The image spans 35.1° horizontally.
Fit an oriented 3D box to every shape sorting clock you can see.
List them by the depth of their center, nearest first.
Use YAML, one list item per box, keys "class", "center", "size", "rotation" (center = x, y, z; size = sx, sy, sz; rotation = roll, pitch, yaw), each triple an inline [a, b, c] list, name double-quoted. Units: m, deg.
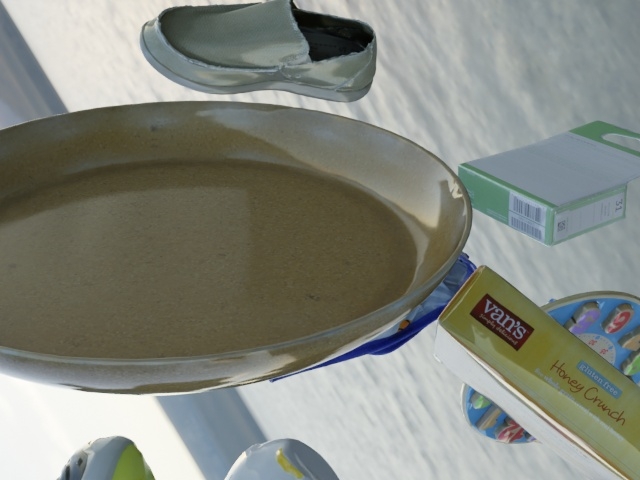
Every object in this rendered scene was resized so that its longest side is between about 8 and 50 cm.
- class: "shape sorting clock"
  center: [0.231, 0.127, 0.966]
  size: [0.206, 0.206, 0.040]
  rotation: [68, -178, -47]

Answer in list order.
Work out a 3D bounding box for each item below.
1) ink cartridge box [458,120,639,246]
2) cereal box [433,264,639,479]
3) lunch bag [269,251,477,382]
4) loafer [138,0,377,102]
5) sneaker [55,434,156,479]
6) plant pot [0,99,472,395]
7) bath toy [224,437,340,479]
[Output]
- class: "ink cartridge box"
  center: [0.309, -0.076, 1.226]
  size: [0.171, 0.235, 0.056]
  rotation: [34, 134, 52]
- class: "cereal box"
  center: [0.151, 0.102, 0.642]
  size: [0.173, 0.047, 0.240]
  rotation: [38, 175, 12]
- class: "lunch bag"
  center: [0.000, 0.000, 1.433]
  size: [0.328, 0.385, 0.239]
  rotation: [44, 126, 29]
- class: "loafer"
  center: [-0.057, -0.214, 1.075]
  size: [0.092, 0.268, 0.102]
  rotation: [122, 141, -48]
- class: "sneaker"
  center: [-0.086, 0.317, 0.695]
  size: [0.145, 0.147, 0.384]
  rotation: [-7, -97, -81]
- class: "plant pot"
  center: [-0.058, -0.004, 0.411]
  size: [0.236, 0.236, 0.032]
  rotation: [-134, 39, -55]
- class: "bath toy"
  center: [0.040, 0.307, 0.754]
  size: [0.348, 0.129, 0.151]
  rotation: [46, -172, 7]
